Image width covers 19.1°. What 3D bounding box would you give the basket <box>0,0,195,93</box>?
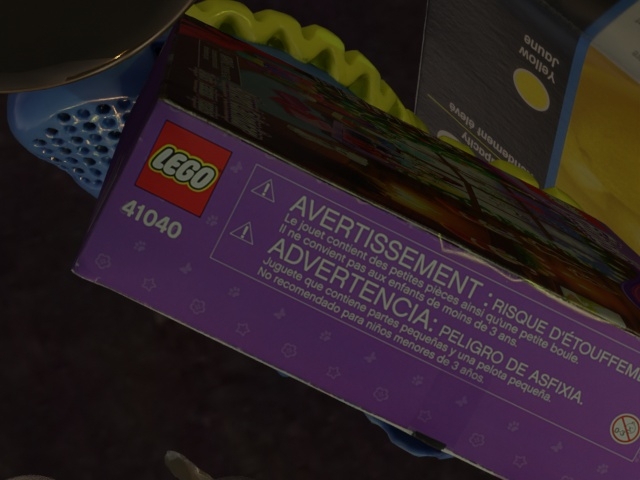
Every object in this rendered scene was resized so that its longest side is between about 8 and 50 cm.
[{"bbox_3d":[-0.067,-0.142,0.499,0.154,0.227,0.204,-13,115,12],"label":"basket"}]

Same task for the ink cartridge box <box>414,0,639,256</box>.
[{"bbox_3d":[0.178,-0.015,1.073,0.303,0.072,0.307,41,155,21],"label":"ink cartridge box"}]

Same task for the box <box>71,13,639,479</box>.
[{"bbox_3d":[0.027,0.001,0.645,0.201,0.293,0.057,26,99,-8],"label":"box"}]

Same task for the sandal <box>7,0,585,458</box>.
[{"bbox_3d":[0.000,0.000,0.859,0.126,0.317,0.138,-27,46,49],"label":"sandal"}]

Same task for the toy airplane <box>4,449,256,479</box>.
[{"bbox_3d":[-0.177,0.269,1.145,0.384,0.386,0.272,98,156,-62],"label":"toy airplane"}]
